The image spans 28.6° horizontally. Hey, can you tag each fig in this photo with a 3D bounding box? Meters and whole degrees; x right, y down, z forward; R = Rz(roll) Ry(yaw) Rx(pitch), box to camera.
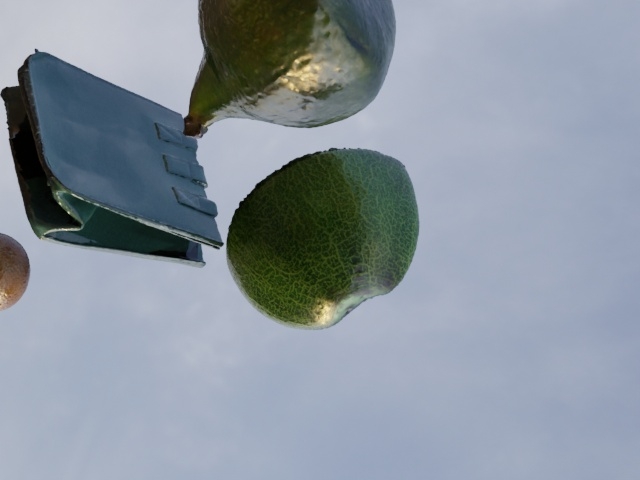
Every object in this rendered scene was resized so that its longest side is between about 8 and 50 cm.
[{"bbox_3d":[-0.055,-0.181,1.124,0.235,0.203,0.203,-25,-120,27],"label":"fig"}]

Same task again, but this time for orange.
[{"bbox_3d":[-0.316,0.031,1.189,0.085,0.085,0.085,-19,-113,53],"label":"orange"}]

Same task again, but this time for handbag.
[{"bbox_3d":[-0.275,-0.092,1.622,0.100,0.274,0.269,-45,-131,28],"label":"handbag"}]

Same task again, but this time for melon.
[{"bbox_3d":[0.000,0.000,1.527,0.265,0.129,0.169,-33,-129,7],"label":"melon"}]
